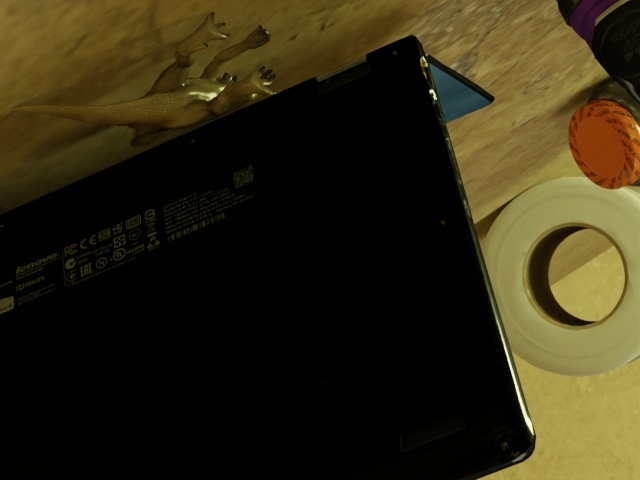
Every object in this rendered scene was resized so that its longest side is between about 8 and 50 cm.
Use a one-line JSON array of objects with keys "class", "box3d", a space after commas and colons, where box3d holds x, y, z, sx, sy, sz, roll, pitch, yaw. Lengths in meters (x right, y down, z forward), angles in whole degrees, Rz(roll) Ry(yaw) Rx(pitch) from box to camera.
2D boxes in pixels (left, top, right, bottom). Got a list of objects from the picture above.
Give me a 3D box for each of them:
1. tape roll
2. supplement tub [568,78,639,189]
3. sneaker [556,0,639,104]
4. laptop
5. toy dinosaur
[{"class": "tape roll", "box3d": [0.333, 0.045, 2.209, 0.246, 0.246, 0.169, -34, 170, 14]}, {"class": "supplement tub", "box3d": [0.352, -0.127, 1.805, 0.190, 0.117, 0.117, -26, 169, -32]}, {"class": "sneaker", "box3d": [0.256, -0.153, 1.307, 0.102, 0.146, 0.293, -36, 169, 24]}, {"class": "laptop", "box3d": [-0.067, 0.066, 1.002, 0.382, 0.408, 0.236, -23, 139, 13]}, {"class": "toy dinosaur", "box3d": [-0.075, -0.076, 0.959, 0.092, 0.053, 0.183, -36, 169, 28]}]
